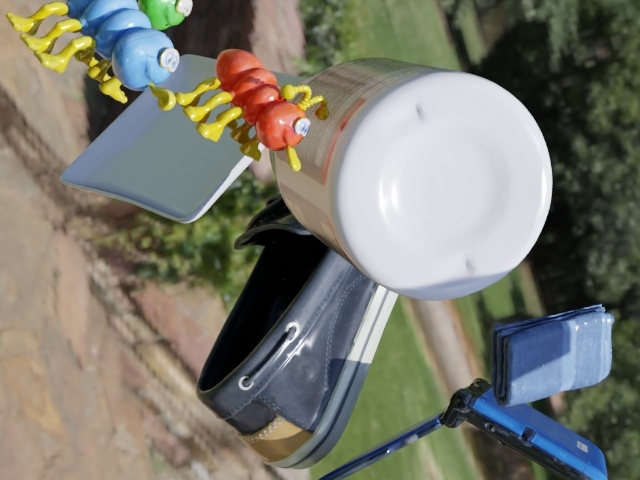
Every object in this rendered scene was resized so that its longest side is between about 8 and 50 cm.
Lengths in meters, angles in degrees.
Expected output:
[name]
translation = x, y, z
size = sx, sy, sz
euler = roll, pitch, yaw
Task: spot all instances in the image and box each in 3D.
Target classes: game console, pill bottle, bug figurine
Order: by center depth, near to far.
[bug figurine]
translation = -0.109, -0.141, 0.869
size = 0.216, 0.072, 0.279
euler = 49, 12, 19
[pill bottle]
translation = 0.054, -0.060, 1.065
size = 0.283, 0.161, 0.161
euler = -141, -149, -73
[game console]
translation = 0.159, 0.248, 1.486
size = 0.250, 0.173, 0.293
euler = 30, 3, 11

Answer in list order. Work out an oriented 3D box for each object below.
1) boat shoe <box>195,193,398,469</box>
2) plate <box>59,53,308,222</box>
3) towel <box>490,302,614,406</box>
[boat shoe]
translation = 0.000, 0.000, 1.517
size = 0.156, 0.187, 0.500
euler = 31, 64, -23
[plate]
translation = -0.176, -0.135, 1.859
size = 0.277, 0.278, 0.045
euler = -50, 134, -24
[towel]
translation = 0.186, 0.092, 1.105
size = 0.029, 0.119, 0.067
euler = 17, -68, 51
